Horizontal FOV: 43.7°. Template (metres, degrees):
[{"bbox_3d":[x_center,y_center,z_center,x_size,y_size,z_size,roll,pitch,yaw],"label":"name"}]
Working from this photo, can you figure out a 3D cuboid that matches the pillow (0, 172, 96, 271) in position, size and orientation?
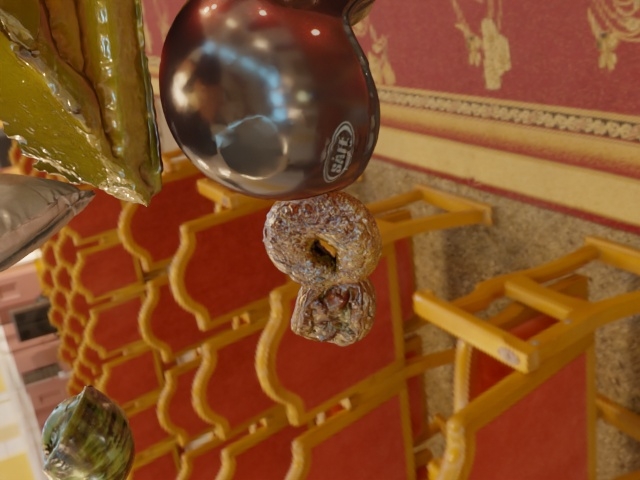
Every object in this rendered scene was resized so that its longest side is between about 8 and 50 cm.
[{"bbox_3d":[-0.391,-0.028,0.823,0.270,0.173,0.067,10,127,22],"label":"pillow"}]

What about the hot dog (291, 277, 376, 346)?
[{"bbox_3d":[0.025,0.130,1.559,0.226,0.161,0.099,97,176,-45],"label":"hot dog"}]

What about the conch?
[{"bbox_3d":[-0.319,0.278,1.115,0.187,0.124,0.181,-63,23,22],"label":"conch"}]

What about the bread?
[{"bbox_3d":[0.000,0.000,1.189,0.193,0.064,0.193,10,128,14],"label":"bread"}]

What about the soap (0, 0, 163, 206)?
[{"bbox_3d":[-0.292,-0.169,0.700,0.169,0.304,0.338,5,108,30],"label":"soap"}]

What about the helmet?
[{"bbox_3d":[-0.038,-0.133,0.676,0.216,0.193,0.189,49,143,32],"label":"helmet"}]
